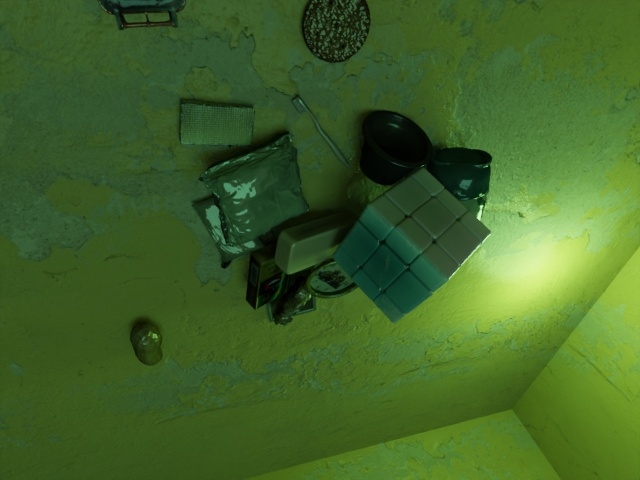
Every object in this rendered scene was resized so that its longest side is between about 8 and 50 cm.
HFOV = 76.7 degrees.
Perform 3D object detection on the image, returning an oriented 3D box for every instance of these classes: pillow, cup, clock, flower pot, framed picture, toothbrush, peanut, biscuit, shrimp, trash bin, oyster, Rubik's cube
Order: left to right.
[{"bbox_3d":[-0.356,-0.530,0.785,0.161,0.239,0.185,-12,129,-16],"label":"trash bin"},{"bbox_3d":[-0.650,0.395,1.529,0.108,0.095,0.226,-9,132,-19],"label":"peanut"},{"bbox_3d":[-0.286,-0.321,1.121,0.199,0.041,0.122,-2,126,-22],"label":"biscuit"},{"bbox_3d":[-0.294,-0.047,1.311,0.148,0.050,0.230,-28,116,-10],"label":"pillow"},{"bbox_3d":[-0.253,0.036,1.427,0.219,0.046,0.152,-43,127,15],"label":"shrimp"},{"bbox_3d":[-0.185,-0.141,1.221,0.309,0.138,0.284,-29,128,-17],"label":"pillow"},{"bbox_3d":[-0.122,0.217,1.649,0.216,0.017,0.275,-11,131,-13],"label":"framed picture"},{"bbox_3d":[-0.101,0.220,1.573,0.232,0.161,0.107,-37,116,1],"label":"oyster"},{"bbox_3d":[0.009,-0.322,1.248,0.029,0.025,0.307,-31,133,16],"label":"toothbrush"},{"bbox_3d":[0.054,0.131,1.501,0.236,0.057,0.237,-9,139,-8],"label":"clock"},{"bbox_3d":[0.041,-0.565,1.058,0.187,0.027,0.188,-11,132,-12],"label":"biscuit"},{"bbox_3d":[0.214,-0.270,1.267,0.234,0.236,0.148,0,147,-22],"label":"flower pot"},{"bbox_3d":[0.286,0.015,1.324,0.318,0.316,0.322,-35,167,-37],"label":"Rubik's cube"},{"bbox_3d":[0.441,-0.186,1.428,0.289,0.219,0.258,7,132,14],"label":"cup"}]

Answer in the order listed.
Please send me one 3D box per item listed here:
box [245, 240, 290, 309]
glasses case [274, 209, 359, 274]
[{"bbox_3d":[-0.180,0.121,1.443,0.159,0.071,0.240,-30,146,-38],"label":"box"},{"bbox_3d":[0.000,0.000,1.394,0.336,0.076,0.144,-19,136,-40],"label":"glasses case"}]
